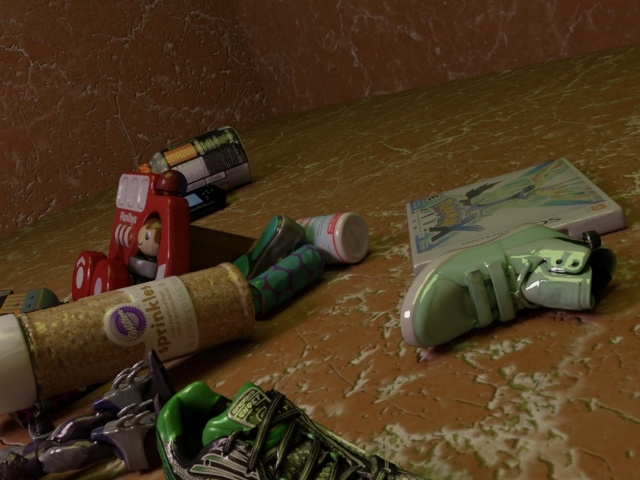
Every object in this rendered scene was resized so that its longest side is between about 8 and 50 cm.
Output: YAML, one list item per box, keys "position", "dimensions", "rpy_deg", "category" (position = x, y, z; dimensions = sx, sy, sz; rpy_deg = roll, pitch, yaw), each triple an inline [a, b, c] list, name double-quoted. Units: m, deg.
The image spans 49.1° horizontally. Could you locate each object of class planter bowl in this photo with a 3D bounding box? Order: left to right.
- position: [-0.237, 0.018, 1.373]
  dimensions: [0.217, 0.090, 0.217]
  rpy_deg: [12, -2, 0]
  category: "planter bowl"

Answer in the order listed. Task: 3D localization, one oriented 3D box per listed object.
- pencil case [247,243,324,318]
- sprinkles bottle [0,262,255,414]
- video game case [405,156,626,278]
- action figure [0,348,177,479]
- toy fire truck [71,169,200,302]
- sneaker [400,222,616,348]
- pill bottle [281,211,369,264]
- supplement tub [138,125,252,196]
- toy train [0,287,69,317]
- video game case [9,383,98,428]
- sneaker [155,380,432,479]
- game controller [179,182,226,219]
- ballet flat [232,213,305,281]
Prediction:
- position: [-0.062, 0.064, 1.138]
  dimensions: [0.151, 0.065, 0.070]
  rpy_deg: [-32, 17, -38]
  category: "pencil case"
- position: [-0.270, 0.124, 0.956]
  dimensions: [0.355, 0.121, 0.121]
  rpy_deg: [-14, 12, -30]
  category: "sprinkles bottle"
- position: [0.290, -0.044, 1.134]
  dimensions: [0.299, 0.036, 0.329]
  rpy_deg: [-16, 17, 10]
  category: "video game case"
- position: [-0.303, 0.238, 0.803]
  dimensions: [0.285, 0.099, 0.185]
  rpy_deg: [-24, 22, -3]
  category: "action figure"
- position: [-0.295, 0.005, 1.177]
  dimensions: [0.169, 0.254, 0.302]
  rpy_deg: [8, 0, -33]
  category: "toy fire truck"
- position: [0.220, 0.054, 0.801]
  dimensions: [0.255, 0.094, 0.151]
  rpy_deg: [-28, 22, -23]
  category: "sneaker"
- position: [0.000, 0.000, 1.230]
  dimensions: [0.160, 0.087, 0.087]
  rpy_deg: [-5, 22, 40]
  category: "pill bottle"
- position: [-0.389, -0.217, 2.175]
  dimensions: [0.316, 0.194, 0.193]
  rpy_deg: [-23, 17, -14]
  category: "supplement tub"
- position: [-0.486, 0.154, 1.079]
  dimensions: [0.190, 0.142, 0.334]
  rpy_deg: [-12, 11, -15]
  category: "toy train"
- position: [-0.404, 0.200, 1.129]
  dimensions: [0.232, 0.042, 0.210]
  rpy_deg: [-31, 20, -33]
  category: "video game case"
- position: [-0.025, 0.195, 0.537]
  dimensions: [0.343, 0.146, 0.134]
  rpy_deg: [-2, 24, 44]
  category: "sneaker"
- position: [-0.424, -0.078, 1.996]
  dimensions: [0.319, 0.067, 0.166]
  rpy_deg: [-25, 17, -16]
  category: "game controller"
- position: [-0.103, 0.043, 1.216]
  dimensions: [0.213, 0.068, 0.072]
  rpy_deg: [-47, 31, 28]
  category: "ballet flat"
